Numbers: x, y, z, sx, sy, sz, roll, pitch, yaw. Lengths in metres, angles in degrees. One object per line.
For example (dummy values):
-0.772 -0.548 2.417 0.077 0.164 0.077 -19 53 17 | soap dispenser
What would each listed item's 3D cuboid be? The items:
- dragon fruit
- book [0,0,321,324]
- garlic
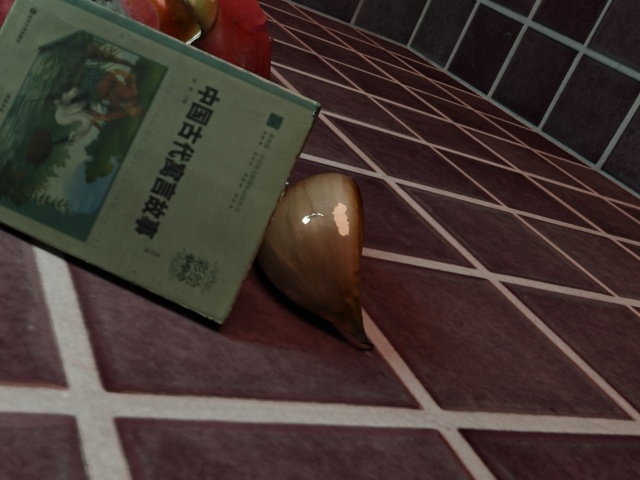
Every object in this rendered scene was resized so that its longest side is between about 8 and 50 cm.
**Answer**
-0.197 -0.186 0.776 0.291 0.290 0.189 28 27 8 | dragon fruit
-0.167 -0.080 0.663 0.283 0.214 0.025 23 -4 1 | book
-0.008 0.004 0.784 0.115 0.128 0.206 -1 31 -2 | garlic
